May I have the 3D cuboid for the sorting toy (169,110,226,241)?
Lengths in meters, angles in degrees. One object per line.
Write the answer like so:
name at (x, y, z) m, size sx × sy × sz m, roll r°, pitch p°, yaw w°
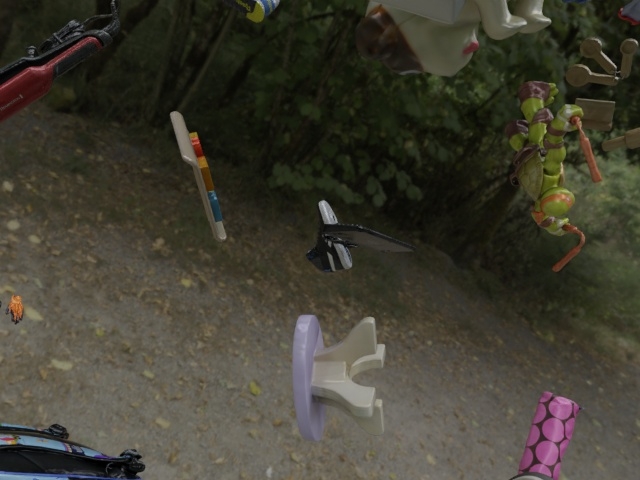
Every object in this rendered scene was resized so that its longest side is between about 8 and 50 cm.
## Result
sorting toy at (-0.232, -0.128, 1.147) m, size 0.038 × 0.208 × 0.193 m, roll -20°, pitch 43°, yaw -7°

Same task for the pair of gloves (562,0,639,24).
pair of gloves at (0.378, -0.302, 0.675) m, size 0.198 × 0.023 × 0.159 m, roll 5°, pitch -8°, yaw -21°

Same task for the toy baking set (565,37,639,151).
toy baking set at (0.484, -0.227, 0.861) m, size 0.197 × 0.256 × 0.030 m, roll 54°, pitch 53°, yaw -24°

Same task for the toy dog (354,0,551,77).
toy dog at (0.204, -0.459, 0.956) m, size 0.395 × 0.408 × 0.284 m, roll 31°, pitch 41°, yaw 11°

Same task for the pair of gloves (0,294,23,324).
pair of gloves at (-0.669, 0.142, 1.233) m, size 0.083 × 0.010 × 0.074 m, roll 21°, pitch 36°, yaw -42°

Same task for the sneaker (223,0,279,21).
sneaker at (-0.132, -0.433, 1.013) m, size 0.144 × 0.053 × 0.059 m, roll 43°, pitch 64°, yaw 15°

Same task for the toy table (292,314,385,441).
toy table at (0.043, 0.283, 1.200) m, size 0.160 × 0.274 × 0.252 m, roll -2°, pitch 27°, yaw 13°

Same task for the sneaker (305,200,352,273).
sneaker at (0.000, 0.000, 1.725) m, size 0.217 × 0.121 × 0.079 m, roll 68°, pitch 19°, yaw -10°

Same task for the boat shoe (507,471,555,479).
boat shoe at (0.274, 0.420, 0.785) m, size 0.095 × 0.335 × 0.112 m, roll -18°, pitch 35°, yaw -35°

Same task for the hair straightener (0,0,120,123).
hair straightener at (-0.344, -0.232, 0.722) m, size 0.089 × 0.230 × 0.047 m, roll 45°, pitch -7°, yaw 32°

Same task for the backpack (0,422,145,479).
backpack at (-0.254, 0.206, 0.458) m, size 0.158 × 0.117 × 0.173 m, roll 0°, pitch -20°, yaw 37°

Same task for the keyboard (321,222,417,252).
keyboard at (0.109, -0.006, 1.571) m, size 0.201 × 0.033 × 0.317 m, roll -2°, pitch -12°, yaw 34°

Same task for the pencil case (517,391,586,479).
pencil case at (0.514, 0.451, 1.306) m, size 0.095 × 0.209 × 0.098 m, roll 9°, pitch -31°, yaw 43°

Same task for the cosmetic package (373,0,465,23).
cosmetic package at (0.132, -0.409, 0.741) m, size 0.151 × 0.151 × 0.184 m, roll 24°, pitch -11°, yaw 18°

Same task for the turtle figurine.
turtle figurine at (0.301, -0.097, 0.798) m, size 0.087 × 0.270 × 0.217 m, roll -8°, pitch 49°, yaw 12°
